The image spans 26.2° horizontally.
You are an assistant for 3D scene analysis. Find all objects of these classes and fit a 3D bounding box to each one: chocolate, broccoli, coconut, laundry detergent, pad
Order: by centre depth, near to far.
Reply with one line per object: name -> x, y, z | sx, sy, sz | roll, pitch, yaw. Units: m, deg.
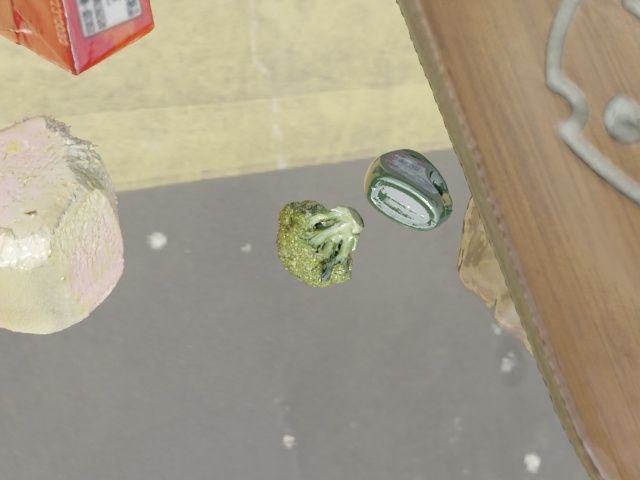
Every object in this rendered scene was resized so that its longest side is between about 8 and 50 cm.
pad -> 0.165, -0.058, 0.509 | 0.284, 0.018, 0.286 | -10, 71, -28
chocolate -> -0.262, -0.300, 1.305 | 0.108, 0.235, 0.237 | -21, 119, -27
coconut -> -0.342, -0.013, 1.651 | 0.233, 0.233, 0.245 | -49, 159, -21
broccoli -> 0.000, 0.000, 1.811 | 0.130, 0.120, 0.131 | 61, 18, 16
laundry detergent -> 0.136, -0.083, 2.028 | 0.137, 0.211, 0.063 | 28, 112, 0

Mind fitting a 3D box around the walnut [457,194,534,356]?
walnut -> 0.267, 0.001, 1.379 | 0.248, 0.248, 0.248 | -3, 95, -34
